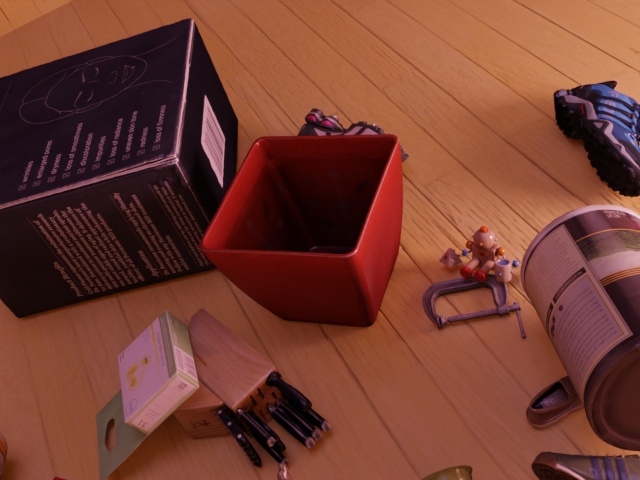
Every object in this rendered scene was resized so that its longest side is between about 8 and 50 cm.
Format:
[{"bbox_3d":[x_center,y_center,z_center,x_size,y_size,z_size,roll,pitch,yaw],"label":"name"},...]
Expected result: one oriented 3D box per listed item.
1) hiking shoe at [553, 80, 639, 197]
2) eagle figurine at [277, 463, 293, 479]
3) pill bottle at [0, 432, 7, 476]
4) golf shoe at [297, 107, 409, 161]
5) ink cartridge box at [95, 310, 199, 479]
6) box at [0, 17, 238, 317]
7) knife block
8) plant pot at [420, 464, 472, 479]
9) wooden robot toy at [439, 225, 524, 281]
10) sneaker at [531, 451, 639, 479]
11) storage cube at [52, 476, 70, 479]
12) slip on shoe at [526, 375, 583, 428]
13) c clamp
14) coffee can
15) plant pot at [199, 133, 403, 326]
[{"bbox_3d":[0.521,-0.197,1.442,0.132,0.113,0.304,-22,42,3],"label":"hiking shoe"},{"bbox_3d":[-0.095,0.428,0.995,0.226,0.225,0.298,20,57,36],"label":"eagle figurine"},{"bbox_3d":[-0.594,0.421,1.267,0.162,0.162,0.278,-13,43,11],"label":"pill bottle"},{"bbox_3d":[0.057,-0.176,1.651,0.273,0.105,0.120,20,73,44],"label":"golf shoe"},{"bbox_3d":[-0.298,0.246,1.317,0.235,0.056,0.171,-43,32,10],"label":"ink cartridge box"},{"bbox_3d":[-0.436,-0.153,1.678,0.471,0.297,0.480,-13,44,9],"label":"box"},{"bbox_3d":[-0.102,0.225,1.307,0.242,0.088,0.276,-10,44,13],"label":"knife block"},{"bbox_3d":[0.175,0.348,1.077,0.083,0.083,0.079,-22,54,1],"label":"plant pot"},{"bbox_3d":[0.272,0.018,1.347,0.173,0.079,0.076,12,35,33],"label":"wooden robot toy"},{"bbox_3d":[0.373,0.304,1.045,0.192,0.064,0.086,21,51,37],"label":"sneaker"},{"bbox_3d":[-0.300,0.457,1.087,0.215,0.184,0.193,8,50,30],"label":"storage cube"},{"bbox_3d":[0.346,0.212,1.158,0.135,0.041,0.051,-29,43,-7],"label":"slip on shoe"},{"bbox_3d":[0.242,0.106,1.325,0.160,0.022,0.137,-8,45,15],"label":"c clamp"},{"bbox_3d":[0.403,0.107,1.096,0.201,0.201,0.275,-18,35,5],"label":"coffee can"},{"bbox_3d":[0.000,0.000,1.379,0.267,0.236,0.267,3,48,25],"label":"plant pot"}]
